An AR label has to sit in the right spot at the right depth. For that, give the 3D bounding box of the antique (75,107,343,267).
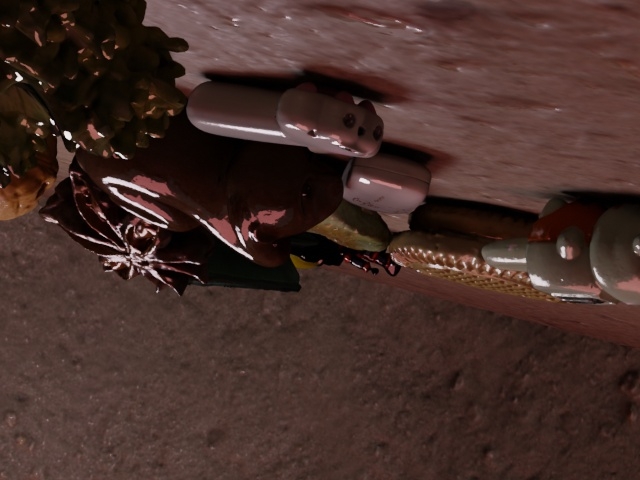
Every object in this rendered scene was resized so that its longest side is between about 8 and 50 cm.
[{"bbox_3d":[-0.104,-0.066,1.298,0.257,0.121,0.143,20,168,12],"label":"antique"}]

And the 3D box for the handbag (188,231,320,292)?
[{"bbox_3d":[-0.155,-0.026,1.757,0.238,0.089,0.326,29,-171,22],"label":"handbag"}]

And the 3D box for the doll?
[{"bbox_3d":[0.000,0.003,2.019,0.248,0.088,0.127,12,177,-32],"label":"doll"}]

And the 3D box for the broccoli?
[{"bbox_3d":[-0.189,-0.091,0.595,0.260,0.235,0.288,49,-162,19],"label":"broccoli"}]

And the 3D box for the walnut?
[{"bbox_3d":[-0.347,-0.095,1.473,0.144,0.144,0.180,14,167,-2],"label":"walnut"}]

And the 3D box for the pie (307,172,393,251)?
[{"bbox_3d":[-0.049,-0.054,1.533,0.302,0.067,0.302,19,177,1],"label":"pie"}]

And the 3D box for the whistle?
[{"bbox_3d":[0.250,0.012,1.253,0.253,0.106,0.102,-3,133,52],"label":"whistle"}]

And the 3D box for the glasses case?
[{"bbox_3d":[0.060,-0.055,1.319,0.074,0.049,0.193,14,177,-4],"label":"glasses case"}]

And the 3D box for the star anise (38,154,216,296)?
[{"bbox_3d":[-0.207,-0.027,1.503,0.220,0.099,0.214,12,143,35],"label":"star anise"}]

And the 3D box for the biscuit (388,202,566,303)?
[{"bbox_3d":[0.207,0.017,1.576,0.259,0.079,0.259,14,176,1],"label":"biscuit"}]

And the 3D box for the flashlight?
[{"bbox_3d":[-0.032,-0.100,1.075,0.093,0.047,0.200,18,176,-41],"label":"flashlight"}]
